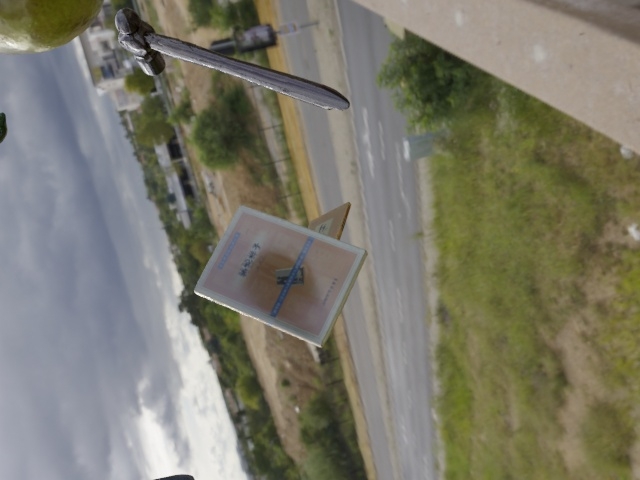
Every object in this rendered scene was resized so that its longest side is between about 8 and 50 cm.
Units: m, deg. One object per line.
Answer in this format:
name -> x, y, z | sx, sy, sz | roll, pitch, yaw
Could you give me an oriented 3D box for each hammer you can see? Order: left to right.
hammer -> -0.061, -0.122, 0.496 | 0.065, 0.178, 0.021 | 79, -149, -71

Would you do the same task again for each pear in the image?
pear -> -0.331, -0.295, 0.752 | 0.200, 0.199, 0.200 | 164, 90, -79

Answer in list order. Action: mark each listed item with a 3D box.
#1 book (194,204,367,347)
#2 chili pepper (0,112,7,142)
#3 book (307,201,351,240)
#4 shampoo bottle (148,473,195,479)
book -> -0.065, 0.050, 1.109 | 0.241, 0.170, 0.018 | 20, 162, 22
chili pepper -> -0.364, -0.065, 0.626 | 0.050, 0.182, 0.073 | 24, 125, 20
book -> 0.000, 0.000, 1.433 | 0.012, 0.118, 0.172 | 45, -137, -24
shampoo bottle -> -0.360, 0.525, 1.377 | 0.049, 0.233, 0.087 | -54, 47, 53
